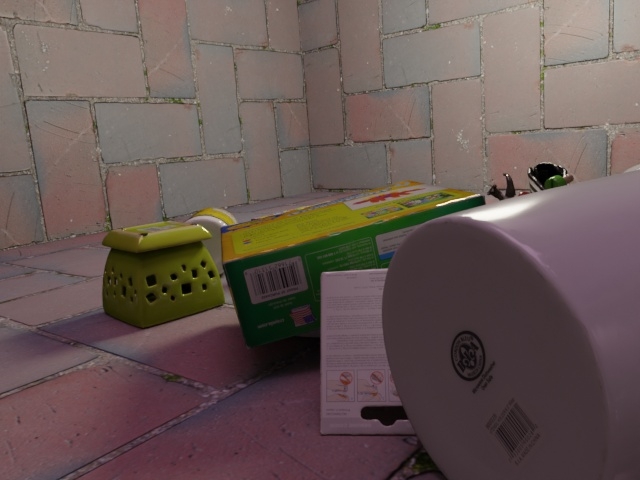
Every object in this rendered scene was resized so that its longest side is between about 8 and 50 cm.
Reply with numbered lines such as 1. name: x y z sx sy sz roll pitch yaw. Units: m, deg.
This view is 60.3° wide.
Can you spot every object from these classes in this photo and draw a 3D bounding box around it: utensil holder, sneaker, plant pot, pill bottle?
1. utensil holder: 0.308 0.088 0.608 0.386 0.327 0.328 -11 12 -25
2. sneaker: 0.734 -0.125 1.761 0.169 0.257 0.447 -2 10 12
3. plant pot: -0.389 0.067 1.331 0.227 0.207 0.228 -13 14 -42
4. pill bottle: -0.351 -0.005 1.760 0.188 0.187 0.334 -5 10 -4

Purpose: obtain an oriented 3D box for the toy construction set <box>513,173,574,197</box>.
1. toy construction set: 0.399 0.047 1.175 0.237 0.257 0.309 -24 -2 -28

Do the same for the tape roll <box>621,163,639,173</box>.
1. tape roll: 0.931 -0.093 1.541 0.246 0.245 0.169 1 12 29

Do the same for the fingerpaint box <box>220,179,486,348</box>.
1. fingerpaint box: 0.043 0.021 1.068 0.445 0.163 0.371 -15 13 -8

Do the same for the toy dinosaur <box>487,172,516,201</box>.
1. toy dinosaur: 0.485 -0.045 1.410 0.121 0.160 0.313 -42 27 30

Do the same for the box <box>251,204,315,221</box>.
1. box: 0.000 0.000 1.619 0.279 0.176 0.290 1 12 34

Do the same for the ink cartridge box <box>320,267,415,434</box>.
1. ink cartridge box: 0.091 0.149 0.760 0.181 0.224 0.056 -3 -19 9

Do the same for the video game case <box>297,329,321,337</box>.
1. video game case: 0.010 0.136 1.180 0.245 0.061 0.269 -2 11 23
